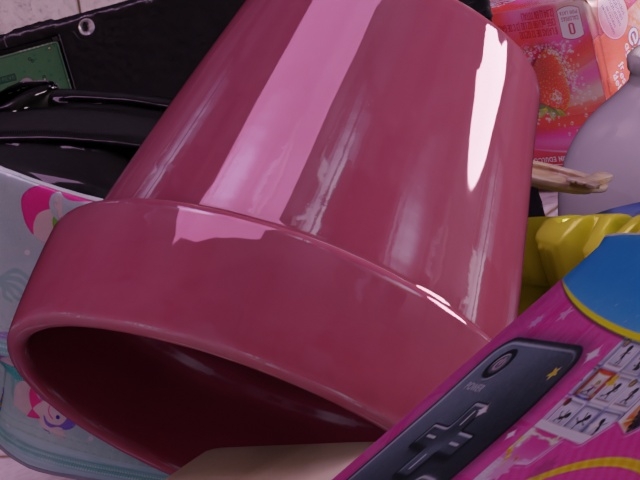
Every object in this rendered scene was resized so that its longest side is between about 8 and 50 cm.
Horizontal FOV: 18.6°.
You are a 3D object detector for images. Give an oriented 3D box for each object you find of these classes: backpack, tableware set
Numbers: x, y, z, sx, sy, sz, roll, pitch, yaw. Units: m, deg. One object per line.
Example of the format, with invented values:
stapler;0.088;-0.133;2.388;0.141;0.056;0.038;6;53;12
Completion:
backpack;-0.085;0.017;0.977;0.253;0.191;0.225;16;12;-3
tableware set;0.052;-0.048;0.946;0.168;0.020;0.141;20;13;33

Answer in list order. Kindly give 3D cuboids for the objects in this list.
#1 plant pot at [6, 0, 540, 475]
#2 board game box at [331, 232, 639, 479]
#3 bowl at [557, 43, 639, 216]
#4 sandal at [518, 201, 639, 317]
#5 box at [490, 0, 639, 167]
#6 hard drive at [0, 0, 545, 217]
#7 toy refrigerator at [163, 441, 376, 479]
plant pot;0.000;0.000;0.776;0.201;0.201;0.180;-3;59;46
board game box;0.013;0.126;0.365;0.303;0.097;0.224;-39;9;-12
bowl;0.261;-0.061;1.141;0.298;0.134;0.298;-15;12;3
sandal;0.209;0.017;0.885;0.138;0.126;0.317;-17;13;-29
box;0.144;-0.123;1.551;0.300;0.142;0.154;-4;16;43
hard drive;-0.044;-0.050;1.226;0.339;0.237;0.064;-16;11;-1
toy refrigerator;-0.070;0.162;0.602;0.094;0.102;0.269;-7;15;37
